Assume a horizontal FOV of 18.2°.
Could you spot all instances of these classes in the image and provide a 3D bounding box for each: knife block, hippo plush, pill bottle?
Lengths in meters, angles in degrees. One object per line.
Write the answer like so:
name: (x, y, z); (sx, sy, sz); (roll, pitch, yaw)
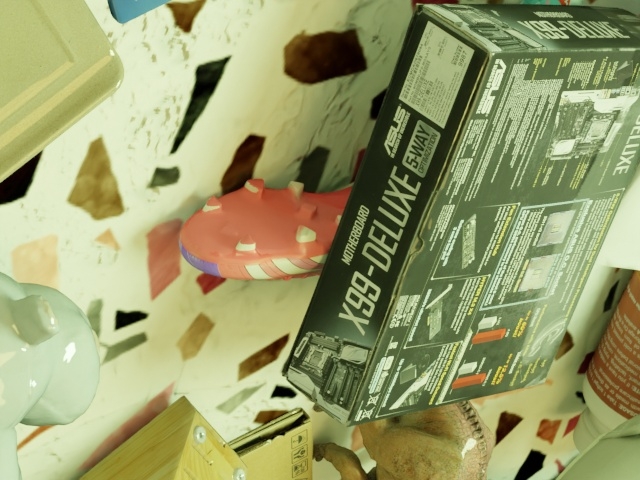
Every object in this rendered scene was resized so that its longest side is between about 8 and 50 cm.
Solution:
knife block: (-0.204, 0.263, 1.545); (0.088, 0.242, 0.275); (54, 41, -41)
hippo plush: (-0.265, 0.127, 1.309); (0.294, 0.234, 0.236); (11, 87, -64)
pill bottle: (0.317, 0.114, 1.859); (0.121, 0.121, 0.216); (-5, 128, -40)

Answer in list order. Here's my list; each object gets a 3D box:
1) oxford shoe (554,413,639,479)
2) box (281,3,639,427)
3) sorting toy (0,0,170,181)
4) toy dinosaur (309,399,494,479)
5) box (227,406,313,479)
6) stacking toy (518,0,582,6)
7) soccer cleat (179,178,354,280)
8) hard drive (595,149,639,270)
oxford shoe: (0.343, 0.169, 1.704); (0.449, 0.169, 0.130); (-28, 142, -30)
box: (0.124, -0.023, 1.479); (0.242, 0.076, 0.307); (-8, 125, -47)
sorting toy: (-0.233, -0.115, 1.201); (0.348, 0.047, 0.196); (-39, 138, -8)
toy dinosaur: (0.095, 0.199, 1.665); (0.127, 0.200, 0.295); (-21, 136, -28)
box: (-0.078, 0.248, 1.697); (0.164, 0.021, 0.201); (-25, 139, -24)
stacking toy: (0.193, -0.201, 1.509); (0.167, 0.052, 0.221); (9, 118, -47)
soccer cleat: (0.000, 0.000, 1.497); (0.248, 0.083, 0.095); (-16, 139, -36)
hard drive: (0.357, -0.094, 1.549); (0.210, 0.040, 0.318); (7, 133, -28)
